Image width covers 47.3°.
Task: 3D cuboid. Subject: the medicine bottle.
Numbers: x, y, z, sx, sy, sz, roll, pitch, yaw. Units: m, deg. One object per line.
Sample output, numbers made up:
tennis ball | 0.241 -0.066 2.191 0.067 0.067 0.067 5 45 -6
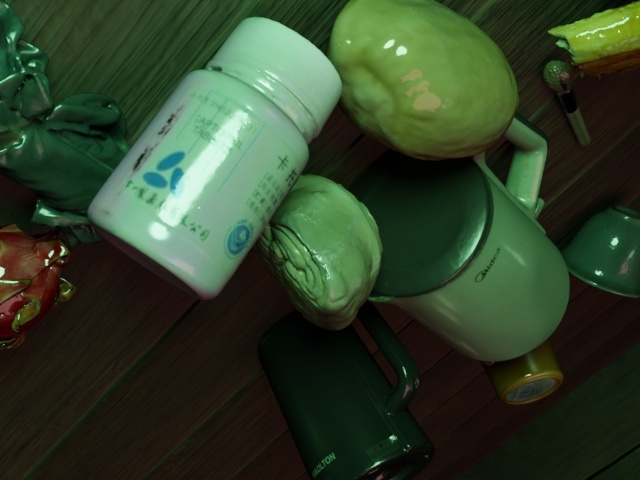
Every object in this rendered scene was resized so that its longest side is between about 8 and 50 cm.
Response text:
medicine bottle | -0.096 -0.081 0.714 0.254 0.152 0.152 -56 151 -13

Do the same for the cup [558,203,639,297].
cup | 0.613 0.007 1.525 0.199 0.199 0.150 0 118 -41

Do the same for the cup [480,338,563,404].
cup | 0.359 0.180 1.458 0.226 0.264 0.182 16 133 -37

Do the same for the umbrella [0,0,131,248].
umbrella | -0.252 -0.085 0.703 0.143 0.094 0.349 -41 150 3

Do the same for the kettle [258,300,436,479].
kettle | 0.032 0.259 1.219 0.203 0.308 0.262 -20 147 -17

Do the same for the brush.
brush | 0.399 -0.203 1.154 0.299 0.042 0.039 32 78 -56

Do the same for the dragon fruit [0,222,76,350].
dragon fruit | -0.342 0.045 0.779 0.166 0.136 0.133 -31 180 -8

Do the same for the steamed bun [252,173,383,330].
steamed bun | -0.001 -0.002 0.932 0.144 0.211 0.218 -36 159 -12

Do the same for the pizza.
pizza | 0.405 -0.268 0.968 0.280 0.075 0.287 -12 -178 -4

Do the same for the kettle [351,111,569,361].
kettle | 0.241 -0.018 1.121 0.361 0.250 0.376 -57 143 1

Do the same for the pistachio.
pistachio | 0.119 -0.182 0.834 0.293 0.181 0.162 8 168 -42
